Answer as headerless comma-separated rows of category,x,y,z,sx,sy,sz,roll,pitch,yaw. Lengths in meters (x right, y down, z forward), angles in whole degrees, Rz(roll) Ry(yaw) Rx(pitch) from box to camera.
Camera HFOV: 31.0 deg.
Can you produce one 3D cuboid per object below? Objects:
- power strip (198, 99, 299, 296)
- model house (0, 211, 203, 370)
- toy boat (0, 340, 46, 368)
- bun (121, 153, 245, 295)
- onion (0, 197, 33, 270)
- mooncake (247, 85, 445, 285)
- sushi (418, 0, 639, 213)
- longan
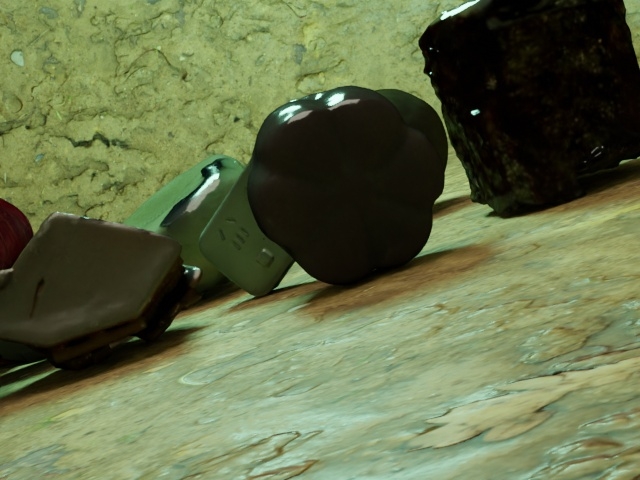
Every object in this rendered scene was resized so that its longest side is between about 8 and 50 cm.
power strip,-0.026,-0.036,1.541,0.265,0.193,0.059,-56,-10,19
model house,-0.280,0.078,1.476,0.219,0.199,0.229,22,-12,15
toy boat,-0.396,0.121,1.631,0.295,0.129,0.088,-21,46,1
bun,-0.197,0.006,1.815,0.283,0.179,0.283,-36,18,13
onion,-0.484,0.005,1.479,0.248,0.161,0.248,7,18,-2
mooncake,0.028,-0.069,1.407,0.244,0.245,0.133,-19,8,-6
sushi,0.301,-0.209,1.597,0.281,0.294,0.299,-21,4,7
longan,0.105,-0.131,1.945,0.248,0.248,0.248,-18,5,2
